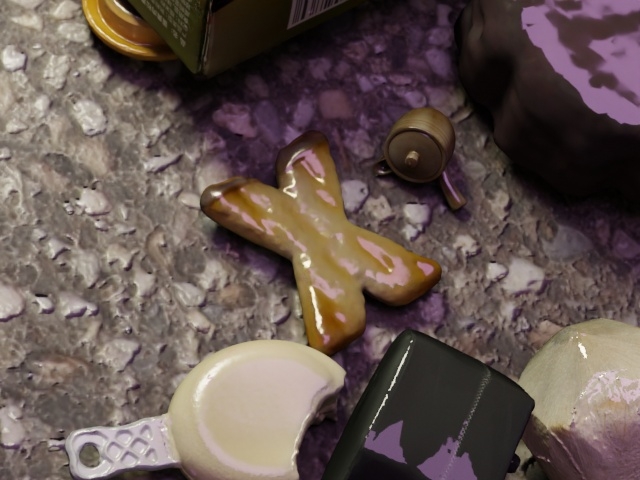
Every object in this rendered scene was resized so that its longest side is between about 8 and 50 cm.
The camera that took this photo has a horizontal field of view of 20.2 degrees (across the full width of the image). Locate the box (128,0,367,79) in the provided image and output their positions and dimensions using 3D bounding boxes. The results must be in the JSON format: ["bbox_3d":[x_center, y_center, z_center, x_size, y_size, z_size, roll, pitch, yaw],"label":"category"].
[{"bbox_3d":[-0.084,-0.401,1.841,0.373,0.138,0.420,-29,62,-27],"label":"box"}]

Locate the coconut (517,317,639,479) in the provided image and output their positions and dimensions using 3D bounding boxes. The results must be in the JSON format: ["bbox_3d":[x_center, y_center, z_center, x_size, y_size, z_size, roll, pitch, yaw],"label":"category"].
[{"bbox_3d":[0.258,0.152,1.668,0.161,0.161,0.162,-48,115,-28],"label":"coconut"}]

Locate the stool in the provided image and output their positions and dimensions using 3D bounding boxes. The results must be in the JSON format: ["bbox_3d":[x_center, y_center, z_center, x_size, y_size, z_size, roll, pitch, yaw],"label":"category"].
[{"bbox_3d":[0.088,0.196,1.587,0.141,0.232,0.232,26,61,-1],"label":"stool"}]

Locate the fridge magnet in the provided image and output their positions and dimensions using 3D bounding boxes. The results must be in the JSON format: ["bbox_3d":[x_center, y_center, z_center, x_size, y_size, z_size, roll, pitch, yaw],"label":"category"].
[{"bbox_3d":[-0.172,-0.244,1.834,0.143,0.063,0.143,6,54,-8],"label":"fridge magnet"}]

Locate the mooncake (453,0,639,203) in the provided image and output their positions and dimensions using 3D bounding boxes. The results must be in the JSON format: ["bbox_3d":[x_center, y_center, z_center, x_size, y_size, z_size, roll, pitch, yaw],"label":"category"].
[{"bbox_3d":[0.322,-0.218,1.847,0.351,0.212,0.381,-25,72,-18],"label":"mooncake"}]

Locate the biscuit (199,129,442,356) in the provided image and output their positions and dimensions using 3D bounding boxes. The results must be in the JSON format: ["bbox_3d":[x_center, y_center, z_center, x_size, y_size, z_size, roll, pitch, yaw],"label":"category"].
[{"bbox_3d":[-0.001,0.001,1.756,0.164,0.047,0.208,-32,74,-27],"label":"biscuit"}]

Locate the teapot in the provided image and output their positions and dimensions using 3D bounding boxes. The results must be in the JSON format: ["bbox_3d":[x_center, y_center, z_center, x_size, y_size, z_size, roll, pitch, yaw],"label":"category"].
[{"bbox_3d":[0.108,-0.078,1.827,0.110,0.085,0.080,52,36,-16],"label":"teapot"}]

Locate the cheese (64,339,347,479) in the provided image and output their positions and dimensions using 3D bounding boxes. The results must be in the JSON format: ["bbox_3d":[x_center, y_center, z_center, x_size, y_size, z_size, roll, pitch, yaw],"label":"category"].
[{"bbox_3d":[-0.103,0.160,1.643,0.249,0.071,0.163,10,62,-7],"label":"cheese"}]
